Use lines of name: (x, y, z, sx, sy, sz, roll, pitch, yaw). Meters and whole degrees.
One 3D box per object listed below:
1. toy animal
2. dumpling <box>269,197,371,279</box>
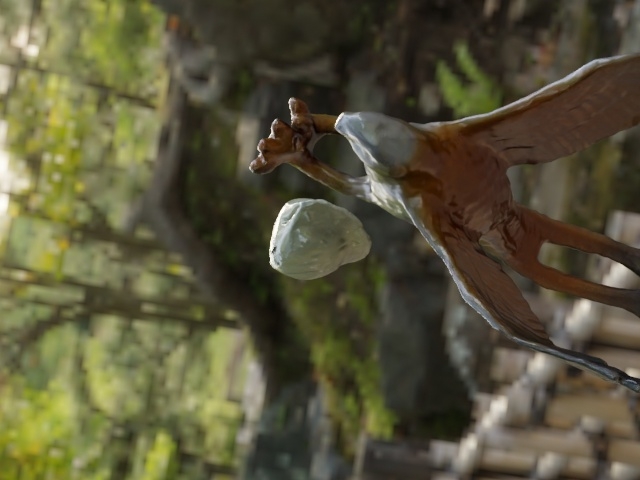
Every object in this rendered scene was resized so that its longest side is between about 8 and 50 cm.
toy animal: (0.114, -0.033, 1.250, 0.284, 0.302, 0.225, 81, -153, -82)
dumpling: (0.000, 0.001, 1.145, 0.043, 0.059, 0.077, -99, 24, -50)
